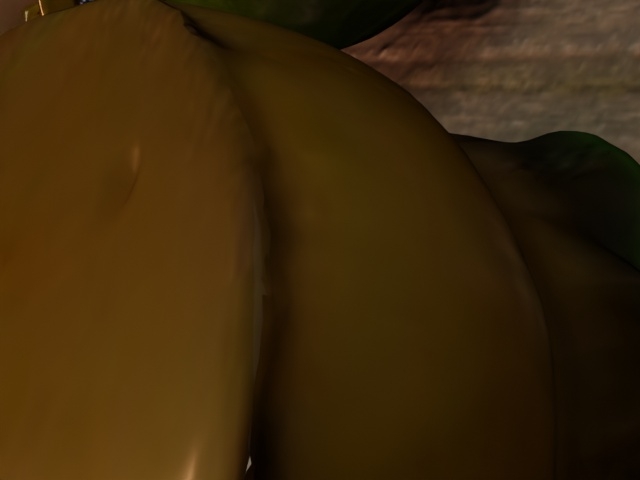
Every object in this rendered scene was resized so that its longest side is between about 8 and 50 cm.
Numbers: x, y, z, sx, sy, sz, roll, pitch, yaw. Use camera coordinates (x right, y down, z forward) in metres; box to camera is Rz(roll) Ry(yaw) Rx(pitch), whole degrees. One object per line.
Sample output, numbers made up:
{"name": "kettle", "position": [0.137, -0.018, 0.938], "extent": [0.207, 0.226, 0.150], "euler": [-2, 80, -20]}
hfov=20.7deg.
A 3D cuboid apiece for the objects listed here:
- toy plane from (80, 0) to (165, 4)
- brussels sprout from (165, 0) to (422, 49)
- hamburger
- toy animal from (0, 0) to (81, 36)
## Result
{"name": "toy plane", "position": [-0.109, -0.134, 1.108], "extent": [0.167, 0.062, 0.054], "euler": [41, 120, 43]}
{"name": "brussels sprout", "position": [-0.006, -0.214, 0.913], "extent": [0.244, 0.244, 0.244], "euler": [-35, 39, 34]}
{"name": "hamburger", "position": [-0.021, 0.127, 0.561], "extent": [0.396, 0.277, 0.395], "euler": [-33, 43, 37]}
{"name": "toy animal", "position": [-0.232, -0.132, 1.224], "extent": [0.156, 0.156, 0.230], "euler": [-65, 22, -10]}
